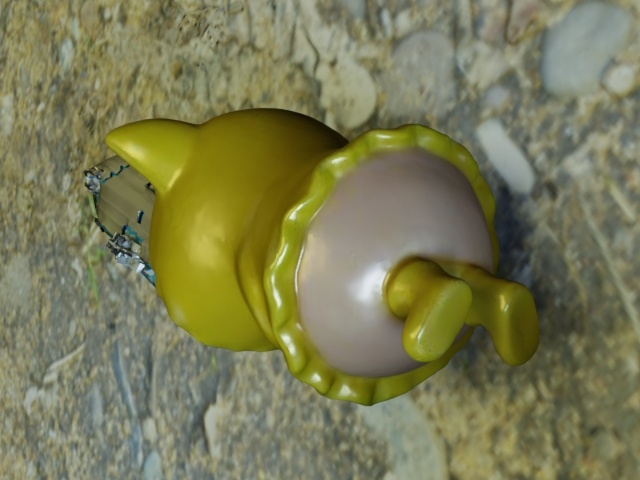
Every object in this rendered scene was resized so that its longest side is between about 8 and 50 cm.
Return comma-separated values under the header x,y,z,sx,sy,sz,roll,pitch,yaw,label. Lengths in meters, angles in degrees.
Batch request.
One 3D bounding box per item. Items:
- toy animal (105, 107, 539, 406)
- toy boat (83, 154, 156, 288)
x,y,z,sx,sy,sz,roll,pitch,yaw,label
0.004,0.000,0.590,0.230,0.156,0.156,28,106,46,toy animal
-0.120,-0.025,0.804,0.210,0.066,0.084,30,95,59,toy boat
